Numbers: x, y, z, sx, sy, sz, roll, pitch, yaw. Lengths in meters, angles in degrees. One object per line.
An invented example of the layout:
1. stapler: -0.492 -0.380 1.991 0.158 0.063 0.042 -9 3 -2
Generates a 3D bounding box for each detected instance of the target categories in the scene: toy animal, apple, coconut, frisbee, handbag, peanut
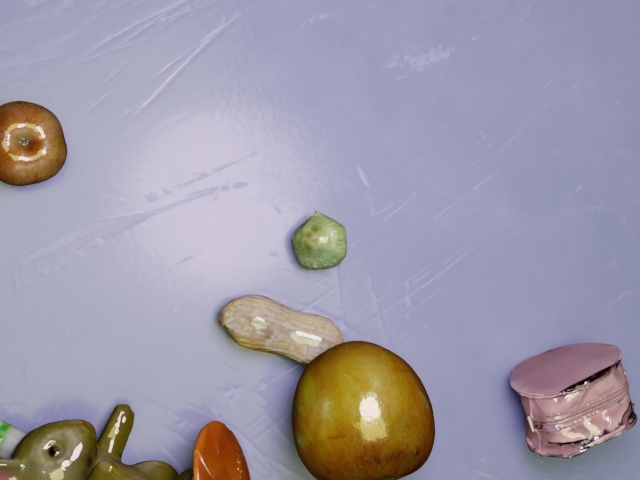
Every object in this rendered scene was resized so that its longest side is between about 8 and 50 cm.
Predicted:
1. toy animal: -0.343 0.327 1.176 0.363 0.181 0.180 40 92 -14
2. apple: -0.434 -0.142 1.204 0.126 0.102 0.126 1 87 -15
3. coconut: 0.000 0.000 1.329 0.087 0.088 0.096 -14 97 -15
4. frisbee: -0.134 0.362 1.233 0.035 0.192 0.192 -16 93 12
5. handbag: 0.424 0.263 1.392 0.205 0.179 0.116 -22 101 -14
6. peanut: -0.060 0.142 1.307 0.206 0.087 0.087 19 84 -13
7. apple: 0.067 0.266 1.270 0.237 0.237 0.208 -3 66 -15
